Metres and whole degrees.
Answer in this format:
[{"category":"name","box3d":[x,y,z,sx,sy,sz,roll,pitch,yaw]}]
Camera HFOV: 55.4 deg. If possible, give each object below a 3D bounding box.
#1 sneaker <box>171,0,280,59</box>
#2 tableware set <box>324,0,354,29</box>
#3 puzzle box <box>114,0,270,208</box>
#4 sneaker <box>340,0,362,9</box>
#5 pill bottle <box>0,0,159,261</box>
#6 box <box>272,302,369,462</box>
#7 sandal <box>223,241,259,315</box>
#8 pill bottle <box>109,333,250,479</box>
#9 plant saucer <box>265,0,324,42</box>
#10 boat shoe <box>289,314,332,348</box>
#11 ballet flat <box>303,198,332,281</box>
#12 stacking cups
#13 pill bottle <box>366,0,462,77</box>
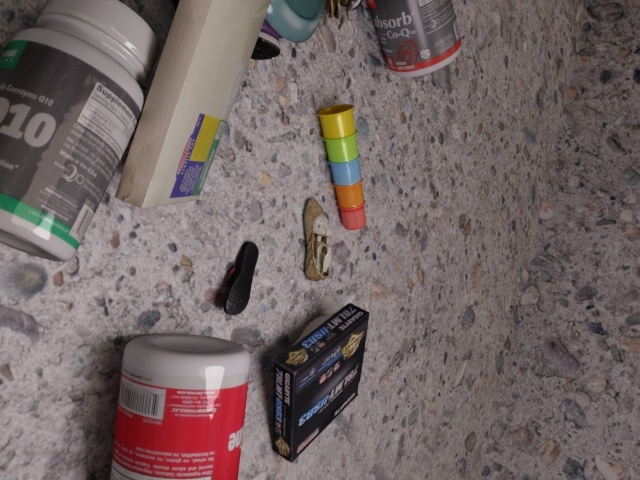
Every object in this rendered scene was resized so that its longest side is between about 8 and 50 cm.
[{"category":"sneaker","box3d":[-0.183,-0.466,1.194,0.283,0.107,0.124,17,72,-59]},{"category":"tableware set","box3d":[0.027,-0.565,1.397,0.039,0.194,0.128,-15,94,-7]},{"category":"puzzle box","box3d":[-0.203,-0.255,1.022,0.272,0.052,0.409,-42,154,-81]},{"category":"sneaker","box3d":[0.038,-0.667,1.448,0.097,0.084,0.235,-19,100,-52]},{"category":"pill bottle","box3d":[-0.383,-0.168,0.882,0.204,0.204,0.361,38,65,-47]},{"category":"box","box3d":[0.001,0.342,1.490,0.295,0.073,0.293,-31,135,-44]},{"category":"sandal","box3d":[-0.177,0.084,1.320,0.067,0.040,0.179,56,38,-46]},{"category":"pill bottle","box3d":[-0.258,0.387,1.099,0.229,0.229,0.408,6,91,-52]},{"category":"plant saucer","box3d":[-0.071,-0.581,1.283,0.317,0.043,0.318,24,62,-57]},{"category":"boat shoe","box3d":[-0.017,0.261,1.526,0.184,0.066,0.063,-49,149,-42]},{"category":"ballet flat","box3d":[0.000,0.000,1.501,0.073,0.067,0.206,-14,105,-49]},{"category":"stacking cups","box3d":[0.061,-0.176,1.539,0.096,0.096,0.316,-34,122,-44]},{"category":"pill bottle","box3d":[0.227,-0.633,1.587,0.210,0.210,0.363,-52,131,-34]}]
